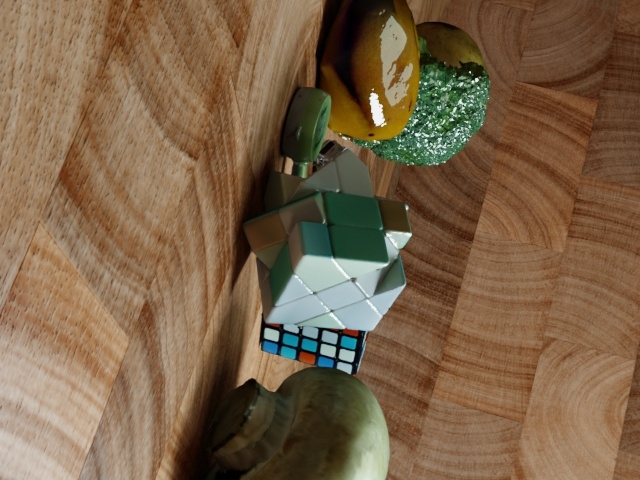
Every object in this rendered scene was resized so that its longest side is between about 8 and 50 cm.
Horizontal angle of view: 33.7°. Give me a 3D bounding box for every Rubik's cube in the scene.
[{"bbox_3d":[0.000,0.000,1.556,0.224,0.265,0.213,123,-34,-47],"label":"Rubik's cube"},{"bbox_3d":[0.009,0.102,1.888,0.184,0.187,0.182,-64,167,-47],"label":"Rubik's cube"}]

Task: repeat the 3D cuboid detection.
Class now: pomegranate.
[{"bbox_3d":[0.238,-0.346,2.341,0.281,0.281,0.281,15,90,-82],"label":"pomegranate"}]

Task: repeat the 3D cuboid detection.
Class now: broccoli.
[{"bbox_3d":[0.191,-0.286,2.110,0.308,0.308,0.275,80,4,-73],"label":"broccoli"}]

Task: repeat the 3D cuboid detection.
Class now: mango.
[{"bbox_3d":[0.080,-0.292,1.758,0.201,0.153,0.287,-27,132,-27],"label":"mango"}]

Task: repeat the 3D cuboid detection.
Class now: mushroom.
[{"bbox_3d":[-0.053,0.348,1.612,0.352,0.260,0.352,-44,-164,16],"label":"mushroom"}]

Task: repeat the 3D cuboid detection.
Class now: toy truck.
[{"bbox_3d":[0.017,-0.135,1.957,0.052,0.063,0.123,-47,160,-24],"label":"toy truck"}]

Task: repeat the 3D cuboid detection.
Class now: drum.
[{"bbox_3d":[-0.029,-0.129,1.677,0.130,0.049,0.253,-67,169,-47],"label":"drum"}]
